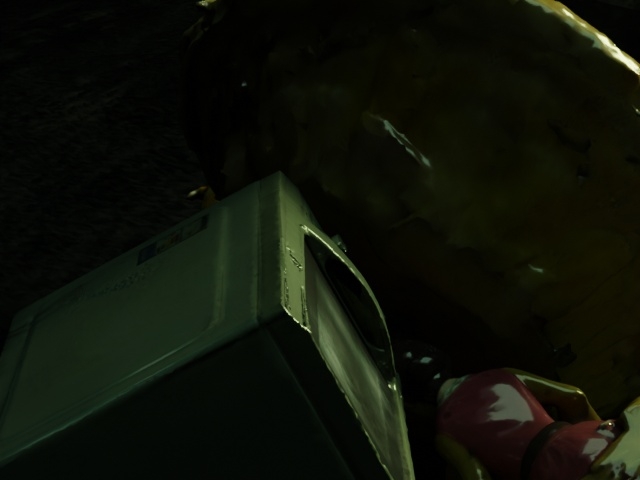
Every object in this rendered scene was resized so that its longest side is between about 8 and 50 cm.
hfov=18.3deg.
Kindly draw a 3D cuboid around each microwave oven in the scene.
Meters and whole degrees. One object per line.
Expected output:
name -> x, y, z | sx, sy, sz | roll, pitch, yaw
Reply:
microwave oven -> -0.046, 0.079, 0.823 | 0.163, 0.129, 0.205 | -29, 14, 8

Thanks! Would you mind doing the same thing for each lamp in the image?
lamp -> 0.113, 0.122, 0.909 | 0.118, 0.118, 0.253 | -5, 20, -46

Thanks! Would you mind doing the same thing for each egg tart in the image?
egg tart -> 0.062, 0.004, 1.046 | 0.352, 0.352, 0.150 | 18, 56, 19

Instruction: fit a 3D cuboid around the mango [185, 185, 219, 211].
mango -> 0.000, 0.000, 1.307 | 0.187, 0.066, 0.101 | 18, 8, 1
